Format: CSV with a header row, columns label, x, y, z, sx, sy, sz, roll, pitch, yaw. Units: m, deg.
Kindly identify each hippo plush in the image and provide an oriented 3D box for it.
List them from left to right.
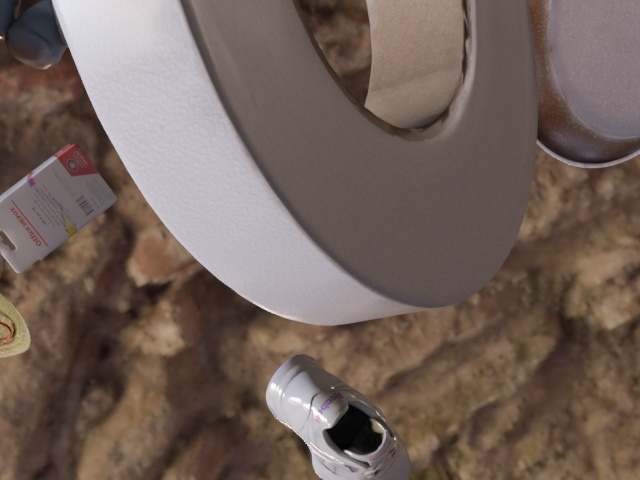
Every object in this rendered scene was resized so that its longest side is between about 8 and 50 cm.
label,x,y,z,sx,sy,sz,roll,pitch,yaw
hippo plush,-0.377,-0.409,1.797,0.234,0.294,0.236,2,34,14

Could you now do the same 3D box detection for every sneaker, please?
label,x,y,z,sx,sy,sz,roll,pitch,yaw
sneaker,0.046,0.271,1.693,0.114,0.152,0.305,-51,-45,-8

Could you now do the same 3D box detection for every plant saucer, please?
label,x,y,z,sx,sy,sz,roll,pitch,yaw
plant saucer,0.266,-0.216,1.132,0.050,0.311,0.310,3,-28,-29

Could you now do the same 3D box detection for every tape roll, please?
label,x,y,z,sx,sy,sz,roll,pitch,yaw
tape roll,0.005,-0.150,0.703,0.072,0.392,0.392,-13,-3,33

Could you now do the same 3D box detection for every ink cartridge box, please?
label,x,y,z,sx,sy,sz,roll,pitch,yaw
ink cartridge box,-0.437,-0.051,2.065,0.198,0.115,0.067,-39,17,-12

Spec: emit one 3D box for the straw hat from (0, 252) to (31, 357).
label,x,y,z,sx,sy,sz,roll,pitch,yaw
straw hat,-0.263,0.020,0.933,0.144,0.144,0.061,-47,20,55
